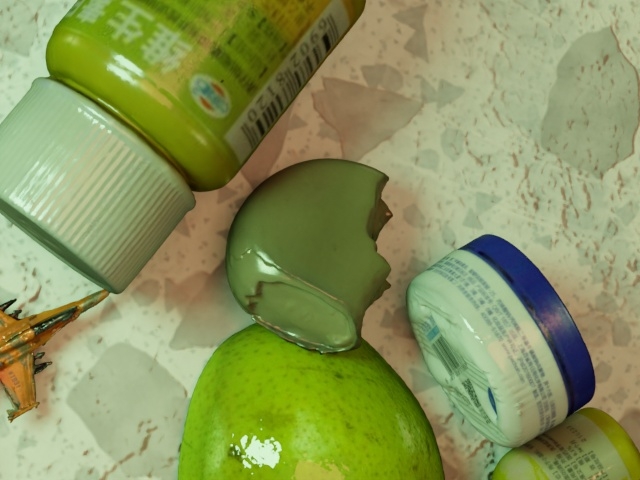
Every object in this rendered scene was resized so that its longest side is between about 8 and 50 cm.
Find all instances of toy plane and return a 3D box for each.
[{"bbox_3d":[-0.291,0.094,1.327,0.188,0.062,0.135,-31,95,-29],"label":"toy plane"}]

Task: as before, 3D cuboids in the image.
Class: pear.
[{"bbox_3d":[-0.004,0.185,1.365,0.288,0.139,0.239,-7,78,-15],"label":"pear"}]

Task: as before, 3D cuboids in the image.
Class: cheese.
[{"bbox_3d":[0.000,0.000,1.370,0.175,0.091,0.202,30,60,2],"label":"cheese"}]

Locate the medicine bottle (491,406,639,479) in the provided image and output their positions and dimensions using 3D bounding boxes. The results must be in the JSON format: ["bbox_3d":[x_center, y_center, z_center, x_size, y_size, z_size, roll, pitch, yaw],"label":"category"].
[{"bbox_3d":[0.230,0.275,1.421,0.212,0.122,0.122,-27,94,-15],"label":"medicine bottle"}]

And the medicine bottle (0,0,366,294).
[{"bbox_3d":[-0.148,-0.153,1.290,0.224,0.224,0.384,38,79,-10],"label":"medicine bottle"}]

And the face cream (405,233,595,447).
[{"bbox_3d":[0.177,0.106,1.372,0.111,0.206,0.206,-31,95,-14],"label":"face cream"}]
